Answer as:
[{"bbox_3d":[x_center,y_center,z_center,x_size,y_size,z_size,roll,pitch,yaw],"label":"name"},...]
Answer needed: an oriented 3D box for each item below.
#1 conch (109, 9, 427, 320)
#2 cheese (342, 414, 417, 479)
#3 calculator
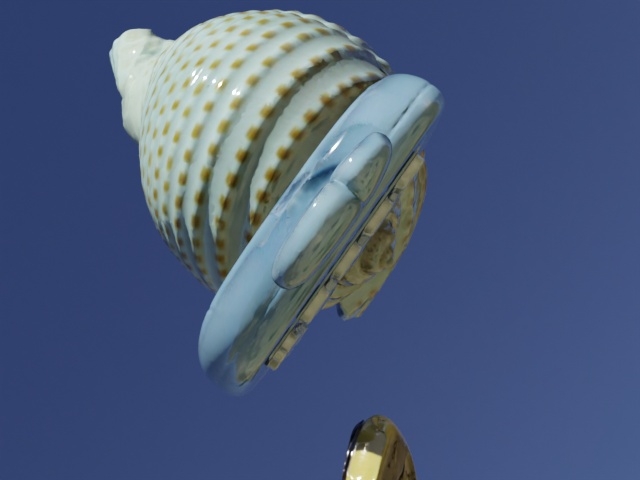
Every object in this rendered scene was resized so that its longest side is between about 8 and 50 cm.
[{"bbox_3d":[-0.026,-0.088,1.367,0.215,0.319,0.303,-37,-24,23],"label":"conch"},{"bbox_3d":[0.059,0.212,1.302,0.162,0.036,0.086,63,-146,-49],"label":"cheese"},{"bbox_3d":[0.000,0.000,0.855,0.188,0.042,0.303,-53,-6,-7],"label":"calculator"}]
